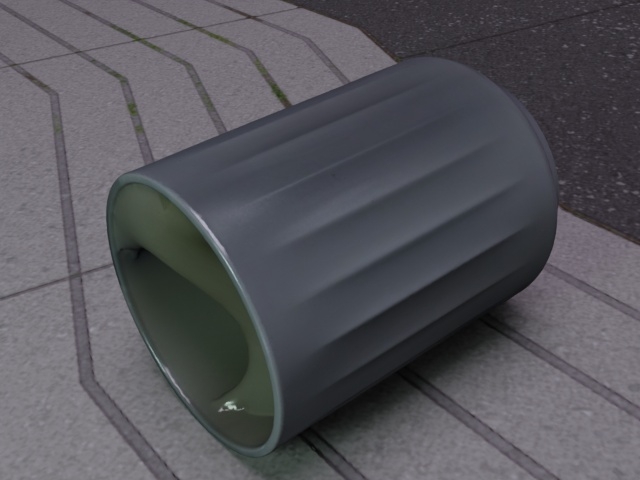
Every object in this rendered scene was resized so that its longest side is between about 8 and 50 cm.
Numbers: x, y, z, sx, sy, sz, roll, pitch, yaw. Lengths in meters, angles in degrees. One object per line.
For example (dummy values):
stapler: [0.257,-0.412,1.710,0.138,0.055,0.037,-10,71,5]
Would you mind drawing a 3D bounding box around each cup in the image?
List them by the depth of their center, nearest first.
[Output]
cup: [0.000,0.000,0.703,0.327,0.236,0.323,-28,11,-32]
